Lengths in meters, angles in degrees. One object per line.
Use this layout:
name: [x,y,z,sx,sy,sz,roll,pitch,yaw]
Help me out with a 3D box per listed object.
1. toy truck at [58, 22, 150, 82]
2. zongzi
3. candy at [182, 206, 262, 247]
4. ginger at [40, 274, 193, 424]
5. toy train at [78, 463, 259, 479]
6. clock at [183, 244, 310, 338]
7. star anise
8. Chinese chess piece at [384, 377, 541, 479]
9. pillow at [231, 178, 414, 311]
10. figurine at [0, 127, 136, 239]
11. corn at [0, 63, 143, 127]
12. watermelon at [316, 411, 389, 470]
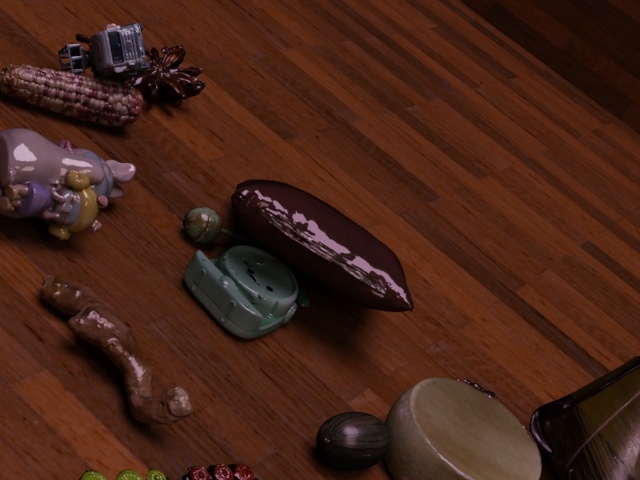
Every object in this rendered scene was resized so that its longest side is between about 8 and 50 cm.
toy truck: [-0.357,-0.307,1.948,0.115,0.080,0.177,-11,4,-24]
zongzi: [0.489,0.318,1.696,0.154,0.289,0.318,43,21,-46]
candy: [-0.127,-0.004,1.850,0.202,0.061,0.061,20,30,-36]
ginger: [-0.260,0.133,1.471,0.288,0.075,0.089,45,8,32]
toy train: [-0.168,0.294,1.328,0.249,0.053,0.085,5,46,-40]
clock: [-0.100,0.066,1.740,0.148,0.060,0.188,43,30,21]
star anise: [-0.311,-0.315,2.124,0.177,0.073,0.234,-18,57,-37]
Chinese chess piece: [0.196,0.293,1.631,0.237,0.092,0.238,22,30,-14]
pillow: [0.000,0.000,1.817,0.307,0.108,0.305,33,3,-5]
figurine: [-0.352,-0.077,1.662,0.235,0.127,0.155,10,16,-38]
corn: [-0.403,-0.238,1.910,0.237,0.079,0.079,13,34,-29]
watermelon: [0.041,0.264,1.547,0.110,0.078,0.078,4,39,-39]
